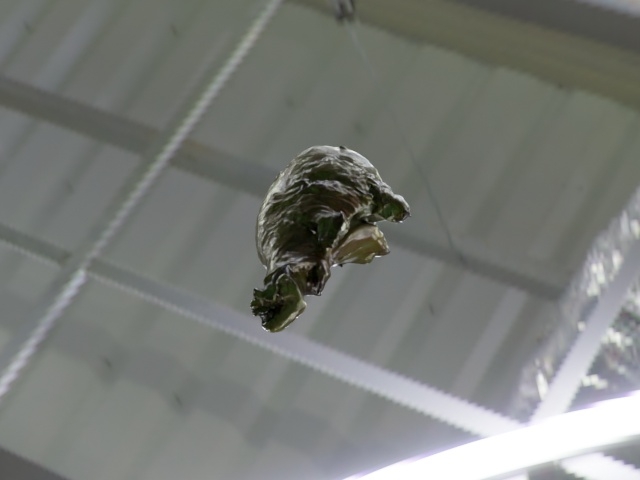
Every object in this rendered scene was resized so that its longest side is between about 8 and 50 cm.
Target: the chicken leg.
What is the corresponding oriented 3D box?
[{"bbox_3d":[0.000,0.000,1.017,0.093,0.070,0.178,-1,-157,15],"label":"chicken leg"}]
